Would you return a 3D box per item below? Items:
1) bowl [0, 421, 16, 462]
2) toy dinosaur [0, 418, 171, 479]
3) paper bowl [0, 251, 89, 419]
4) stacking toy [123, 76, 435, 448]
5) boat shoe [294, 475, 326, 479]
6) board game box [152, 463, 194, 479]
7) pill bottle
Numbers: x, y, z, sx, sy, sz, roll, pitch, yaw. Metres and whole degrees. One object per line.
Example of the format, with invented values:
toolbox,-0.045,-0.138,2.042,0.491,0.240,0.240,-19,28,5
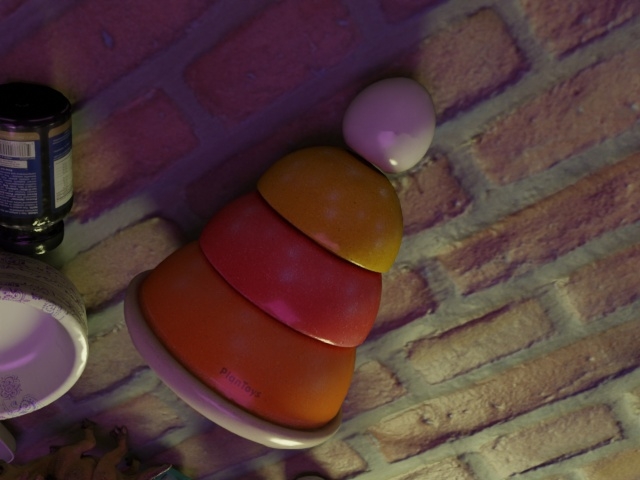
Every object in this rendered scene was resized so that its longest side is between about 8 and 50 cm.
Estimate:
bowl,-0.657,0.372,1.326,0.142,0.053,0.142,-20,119,16
toy dinosaur,-0.433,0.445,1.270,0.296,0.200,0.127,14,123,-6
paper bowl,-0.508,0.134,1.074,0.284,0.148,0.284,-12,131,-14
stacking toy,0.000,0.000,0.935,0.351,0.350,0.480,33,102,-17
boat shoe,0.006,0.598,1.403,0.109,0.094,0.302,-10,121,10
board game box,-0.360,0.642,1.360,0.079,0.254,0.336,23,125,18
pill bottle,-0.405,-0.093,0.962,0.123,0.123,0.219,11,123,-3
